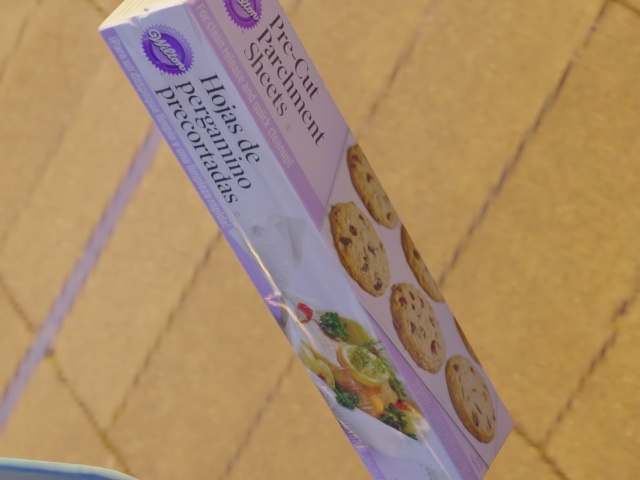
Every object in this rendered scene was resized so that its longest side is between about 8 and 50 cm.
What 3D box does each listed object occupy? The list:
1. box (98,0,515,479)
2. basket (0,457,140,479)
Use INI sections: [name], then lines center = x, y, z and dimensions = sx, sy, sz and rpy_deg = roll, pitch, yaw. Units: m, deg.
[box]
center = 0.000, 0.000, 0.991
dimensions = 0.063, 0.324, 0.067
rpy_deg = -11, 29, 38
[basket]
center = -0.148, 0.189, 0.524
dimensions = 0.201, 0.254, 0.289
rpy_deg = -41, 46, 47
